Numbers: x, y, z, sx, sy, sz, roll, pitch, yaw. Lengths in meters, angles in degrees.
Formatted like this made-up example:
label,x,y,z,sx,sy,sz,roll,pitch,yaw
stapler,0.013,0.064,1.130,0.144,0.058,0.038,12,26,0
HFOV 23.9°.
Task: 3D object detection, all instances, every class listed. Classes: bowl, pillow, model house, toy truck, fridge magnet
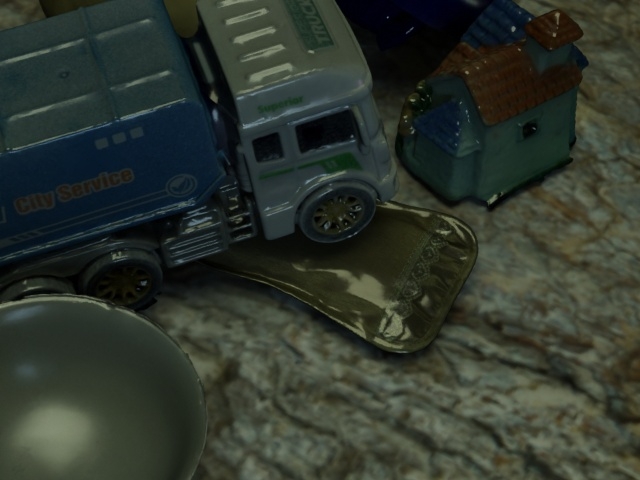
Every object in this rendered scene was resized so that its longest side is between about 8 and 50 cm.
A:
label,x,y,z,sx,sy,sz,roll,pitch,yaw
bowl,-0.166,0.131,0.932,0.189,0.086,0.189,4,48,-5
pillow,0.000,0.000,1.096,0.217,0.033,0.130,23,56,14
model house,0.136,-0.125,1.145,0.148,0.149,0.119,-25,56,-28
toy truck,-0.136,-0.056,1.020,0.367,0.175,0.146,-18,51,-8
fridge magnet,0.038,-0.264,1.223,0.265,0.112,0.265,38,28,-24

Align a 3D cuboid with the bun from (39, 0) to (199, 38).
label,x,y,z,sx,sy,sz,roll,pitch,yaw
bun,-0.131,-0.209,1.203,0.193,0.128,0.178,18,49,-7
